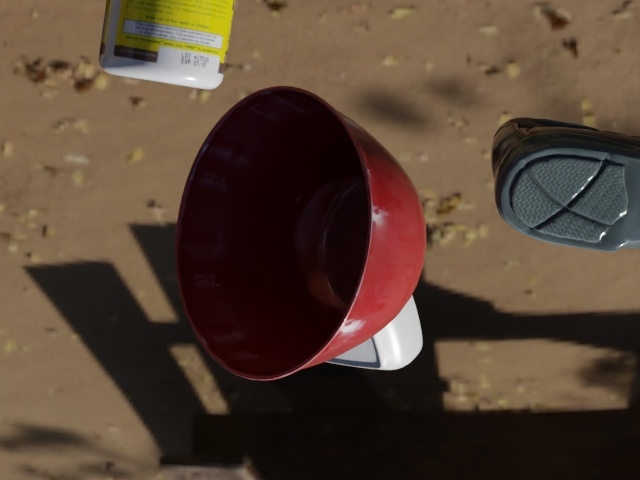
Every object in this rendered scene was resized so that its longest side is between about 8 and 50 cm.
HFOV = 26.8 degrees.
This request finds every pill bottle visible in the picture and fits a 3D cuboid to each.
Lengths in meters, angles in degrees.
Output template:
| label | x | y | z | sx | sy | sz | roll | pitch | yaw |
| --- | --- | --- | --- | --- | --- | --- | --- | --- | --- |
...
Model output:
| label | x | y | z | sx | sy | sz | roll | pitch | yaw |
| --- | --- | --- | --- | --- | --- | --- | --- | --- | --- |
| pill bottle | -0.133 | -0.252 | 1.239 | 0.117 | 0.215 | 0.117 | 9 | -174 | -1 |

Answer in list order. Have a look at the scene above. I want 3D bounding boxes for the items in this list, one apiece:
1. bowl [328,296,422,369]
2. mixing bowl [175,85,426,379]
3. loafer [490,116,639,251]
| label | x | y | z | sx | sy | sz | roll | pitch | yaw |
| --- | --- | --- | --- | --- | --- | --- | --- | --- | --- |
| bowl | 0.025 | 0.075 | 1.358 | 0.142 | 0.053 | 0.142 | 7 | 133 | 28 |
| mixing bowl | 0.000 | 0.000 | 0.853 | 0.098 | 0.181 | 0.181 | 9 | 154 | -43 |
| loafer | 0.237 | -0.029 | 0.867 | 0.267 | 0.084 | 0.096 | 15 | 119 | -11 |
